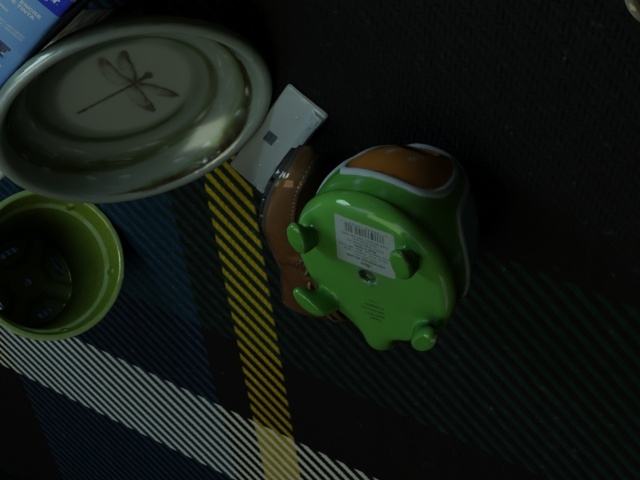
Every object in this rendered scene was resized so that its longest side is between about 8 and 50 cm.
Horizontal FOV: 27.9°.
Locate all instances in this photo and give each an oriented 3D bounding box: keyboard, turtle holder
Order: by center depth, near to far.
[{"bbox_3d":[0.117,0.017,1.738,0.243,0.227,0.320,-3,130,44],"label":"turtle holder"},{"bbox_3d":[-0.066,-0.147,1.909,0.072,0.014,0.256,44,146,0],"label":"keyboard"}]

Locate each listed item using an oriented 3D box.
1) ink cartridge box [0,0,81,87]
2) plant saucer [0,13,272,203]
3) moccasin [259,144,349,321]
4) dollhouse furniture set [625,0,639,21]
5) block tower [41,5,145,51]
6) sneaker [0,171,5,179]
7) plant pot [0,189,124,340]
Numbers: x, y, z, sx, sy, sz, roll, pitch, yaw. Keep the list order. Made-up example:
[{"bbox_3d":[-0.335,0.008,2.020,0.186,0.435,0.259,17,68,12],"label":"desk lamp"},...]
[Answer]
[{"bbox_3d":[-0.335,-0.375,1.644,0.151,0.270,0.395,43,147,-12],"label":"ink cartridge box"},{"bbox_3d":[-0.271,-0.201,1.802,0.400,0.400,0.100,108,147,-55],"label":"plant saucer"},{"bbox_3d":[-0.002,0.002,1.911,0.147,0.139,0.380,22,144,21],"label":"moccasin"},{"bbox_3d":[0.356,-0.373,1.090,0.303,0.174,0.355,48,146,-16],"label":"dollhouse furniture set"},{"bbox_3d":[-0.394,-0.291,1.965,0.335,0.097,0.091,4,135,38],"label":"block tower"},{"bbox_3d":[-0.425,-0.144,2.030,0.108,0.292,0.169,-37,109,27],"label":"sneaker"},{"bbox_3d":[-0.529,0.061,2.400,0.276,0.276,0.254,44,158,-10],"label":"plant pot"}]
